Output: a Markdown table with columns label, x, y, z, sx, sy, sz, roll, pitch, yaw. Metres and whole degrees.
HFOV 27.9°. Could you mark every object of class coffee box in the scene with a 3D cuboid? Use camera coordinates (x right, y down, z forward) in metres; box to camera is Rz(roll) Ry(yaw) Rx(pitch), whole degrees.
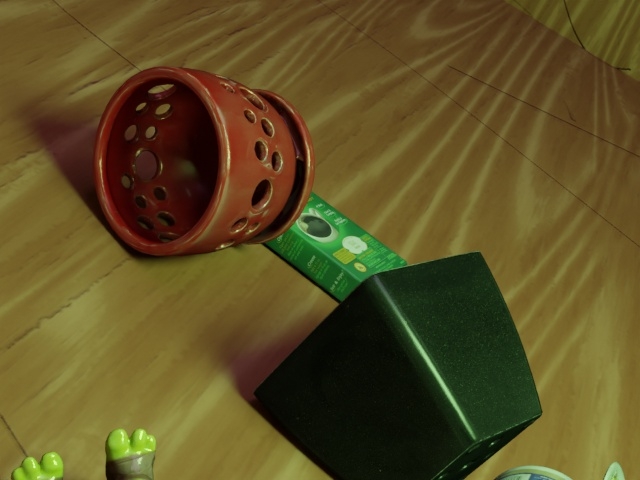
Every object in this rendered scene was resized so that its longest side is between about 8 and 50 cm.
| label | x | y | z | sx | sy | sz | roll | pitch | yaw |
| --- | --- | --- | --- | --- | --- | --- | --- | --- | --- |
| coffee box | 0.000 | 0.000 | 1.466 | 0.184 | 0.040 | 0.113 | 37 | 28 | 12 |

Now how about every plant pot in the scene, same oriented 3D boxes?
| label | x | y | z | sx | sy | sz | roll | pitch | yaw |
| --- | --- | --- | --- | --- | --- | --- | --- | --- | --- |
| plant pot | -0.110 | -0.080 | 1.336 | 0.174 | 0.191 | 0.191 | -2 | 41 | -50 |
| plant pot | 0.090 | 0.138 | 1.184 | 0.187 | 0.188 | 0.167 | -10 | 59 | -52 |

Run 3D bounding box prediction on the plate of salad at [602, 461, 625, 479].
| label | x | y | z | sx | sy | sz | roll | pitch | yaw |
| --- | --- | --- | --- | --- | --- | --- | --- | --- | --- |
| plate of salad | 0.248 | 0.286 | 1.074 | 0.048 | 0.199 | 0.200 | 3 | 18 | 23 |

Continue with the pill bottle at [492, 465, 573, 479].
| label | x | y | z | sx | sy | sz | roll | pitch | yaw |
| --- | --- | --- | --- | --- | --- | --- | --- | --- | --- |
| pill bottle | 0.163 | 0.278 | 1.079 | 0.112 | 0.112 | 0.187 | 35 | 28 | 9 |

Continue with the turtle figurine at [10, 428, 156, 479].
| label | x | y | z | sx | sy | sz | roll | pitch | yaw |
| --- | --- | --- | --- | --- | --- | --- | --- | --- | --- |
| turtle figurine | -0.125 | 0.220 | 0.874 | 0.270 | 0.087 | 0.217 | -25 | 35 | -7 |
